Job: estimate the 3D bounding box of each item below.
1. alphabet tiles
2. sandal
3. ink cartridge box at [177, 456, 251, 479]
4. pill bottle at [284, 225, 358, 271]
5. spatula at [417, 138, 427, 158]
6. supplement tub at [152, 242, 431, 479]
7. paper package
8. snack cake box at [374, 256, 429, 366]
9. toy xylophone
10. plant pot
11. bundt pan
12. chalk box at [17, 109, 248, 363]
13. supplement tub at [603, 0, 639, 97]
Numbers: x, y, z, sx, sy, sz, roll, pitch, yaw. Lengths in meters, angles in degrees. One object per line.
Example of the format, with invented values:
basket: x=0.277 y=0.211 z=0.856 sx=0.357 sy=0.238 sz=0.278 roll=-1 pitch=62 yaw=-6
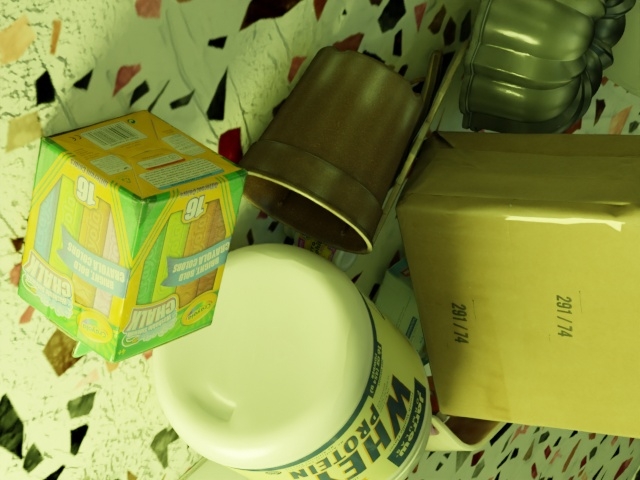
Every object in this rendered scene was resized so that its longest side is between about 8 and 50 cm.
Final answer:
alphabet tiles: x=0.105 y=-0.099 z=1.534 sx=0.237 sy=0.009 sz=0.198 roll=-62 pitch=176 yaw=-57
sandal: x=0.095 y=-0.140 z=1.591 sx=0.072 sy=0.049 sz=0.180 roll=-52 pitch=167 yaw=-79
ink cartridge box: x=-0.083 y=0.420 z=1.671 sx=0.121 sy=0.211 sz=0.289 roll=-39 pitch=145 yaw=-31
pill bottle: x=0.000 y=0.000 z=1.535 sx=0.043 sy=0.083 sz=0.043 roll=-39 pitch=146 yaw=-34
spatula: x=0.178 y=-0.083 z=1.804 sx=0.084 sy=0.030 sz=0.296 roll=-53 pitch=152 yaw=5
supplement tub: x=-0.015 y=0.160 z=1.501 sx=0.235 sy=0.235 sz=0.325 roll=-56 pitch=152 yaw=-6
paper package: x=0.267 y=0.046 z=1.582 sx=0.168 sy=0.309 sz=0.325 roll=-56 pitch=140 yaw=-44
snack cake box: x=0.182 y=0.054 z=1.856 sx=0.264 sy=0.089 sz=0.152 roll=-35 pitch=154 yaw=-38
toy xylophone: x=0.201 y=0.187 z=1.851 sx=0.322 sy=0.236 sz=0.081 roll=-42 pitch=107 yaw=-41
plant pot: x=0.015 y=-0.097 z=1.403 sx=0.165 sy=0.167 sz=0.167 roll=-62 pitch=153 yaw=-13
bundt pan: x=0.290 y=-0.263 z=1.649 sx=0.331 sy=0.124 sz=0.331 roll=-55 pitch=160 yaw=-31
chalk box: x=-0.172 y=0.015 z=1.216 sx=0.132 sy=0.132 sz=0.213 roll=-23 pitch=135 yaw=-48
supplement tub: x=0.524 y=-0.314 z=1.927 sx=0.331 sy=0.241 sz=0.241 roll=-13 pitch=127 yaw=-54
